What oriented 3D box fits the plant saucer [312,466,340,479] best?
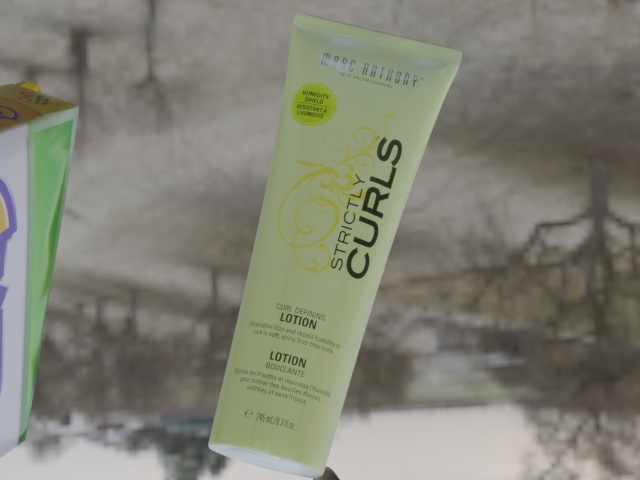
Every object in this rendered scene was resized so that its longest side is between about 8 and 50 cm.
[{"bbox_3d":[0.035,0.260,1.035,0.041,0.278,0.278,-18,178,-7],"label":"plant saucer"}]

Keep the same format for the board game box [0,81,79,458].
[{"bbox_3d":[-0.136,0.032,0.538,0.039,0.124,0.259,15,-163,12],"label":"board game box"}]

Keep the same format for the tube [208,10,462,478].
[{"bbox_3d":[0.000,0.000,0.981,0.070,0.240,0.062,25,164,-36],"label":"tube"}]
